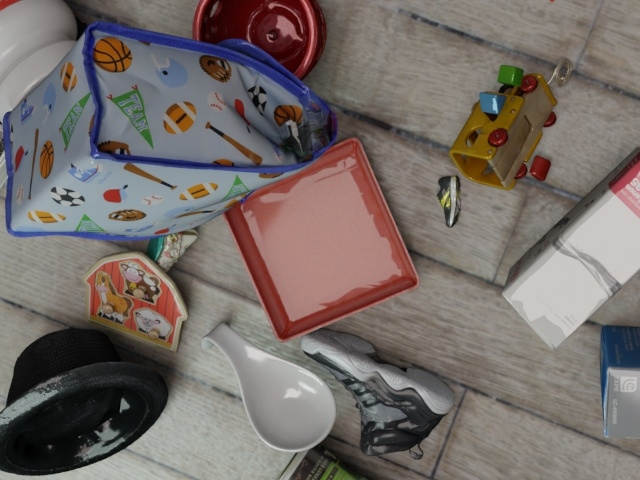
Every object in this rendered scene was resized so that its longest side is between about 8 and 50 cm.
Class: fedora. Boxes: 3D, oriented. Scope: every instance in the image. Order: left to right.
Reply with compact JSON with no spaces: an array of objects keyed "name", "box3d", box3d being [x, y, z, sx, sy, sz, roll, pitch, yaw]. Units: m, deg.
[{"name":"fedora","box3d":[-0.422,0.255,1.958,0.334,0.334,0.152,-32,57,15]}]

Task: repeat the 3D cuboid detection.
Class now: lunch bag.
[{"name":"lunch bag","box3d":[-0.215,-0.139,1.672,0.328,0.385,0.239,-27,63,53]}]

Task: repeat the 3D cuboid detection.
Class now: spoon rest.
[{"name":"spoon rest","box3d":[-0.092,0.227,1.885,0.137,0.084,0.276,-43,64,-15]}]

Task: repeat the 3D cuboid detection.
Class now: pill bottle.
[{"name":"pill bottle","box3d":[-0.511,-0.348,1.822,0.210,0.210,0.363,-44,76,15]}]

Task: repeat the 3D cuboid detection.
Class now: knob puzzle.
[{"name":"knob puzzle","box3d":[-0.311,0.097,1.945,0.213,0.030,0.213,11,128,15]}]

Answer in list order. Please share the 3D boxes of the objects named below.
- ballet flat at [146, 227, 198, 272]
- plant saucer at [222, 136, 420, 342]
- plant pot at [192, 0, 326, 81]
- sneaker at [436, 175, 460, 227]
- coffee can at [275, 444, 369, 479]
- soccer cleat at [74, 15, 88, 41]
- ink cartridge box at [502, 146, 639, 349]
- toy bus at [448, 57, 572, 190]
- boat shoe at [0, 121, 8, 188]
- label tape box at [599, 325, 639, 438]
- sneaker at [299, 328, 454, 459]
[{"name":"ballet flat","box3d":[-0.232,-0.039,1.925,0.077,0.091,0.241,8,108,-20]},{"name":"plant saucer","box3d":[0.000,0.000,1.890,0.258,0.048,0.259,-24,89,15]},{"name":"plant pot","box3d":[-0.081,-0.316,1.791,0.191,0.174,0.191,2,100,12]},{"name":"sneaker","box3d":[0.202,-0.062,1.855,0.035,0.031,0.083,6,97,25]},{"name":"coffee can","box3d":[0.033,0.477,1.895,0.275,0.201,0.201,35,105,4]},{"name":"soccer cleat","box3d":[-0.362,-0.316,1.916,0.072,0.060,0.179,-37,93,0]},{"name":"ink cartridge box","box3d":[0.408,0.007,1.729,0.117,0.207,0.283,45,105,2]},{"name":"toy bus","box3d":[0.277,-0.180,1.774,0.104,0.202,0.191,17,113,40]},{"name":"boat shoe","box3d":[-0.530,-0.205,1.950,0.096,0.088,0.268,28,105,6]},{"name":"label tape box","box3d":[0.586,0.209,1.706,0.347,0.249,0.115,3,100,11]},{"name":"sneaker","box3d":[0.070,0.256,1.900,0.268,0.101,0.153,25,106,8]}]
